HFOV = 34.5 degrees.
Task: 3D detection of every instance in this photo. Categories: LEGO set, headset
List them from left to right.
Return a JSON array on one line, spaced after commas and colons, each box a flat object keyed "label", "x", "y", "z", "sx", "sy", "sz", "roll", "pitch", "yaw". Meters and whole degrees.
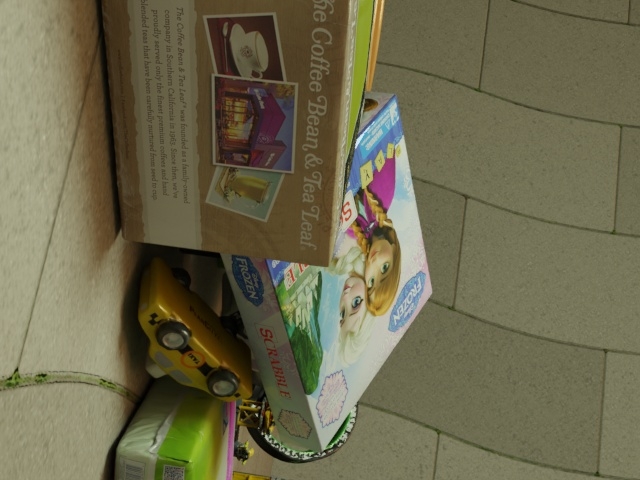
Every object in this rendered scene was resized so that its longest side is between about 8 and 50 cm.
[{"label": "LEGO set", "x": -0.115, "y": 0.408, "z": 1.702, "sx": 0.255, "sy": 0.192, "sz": 0.331, "roll": -47, "pitch": 145, "yaw": -83}, {"label": "headset", "x": -0.054, "y": 0.244, "z": 2.064, "sx": 0.185, "sy": 0.243, "sz": 0.394, "roll": -38, "pitch": -111, "yaw": 58}]

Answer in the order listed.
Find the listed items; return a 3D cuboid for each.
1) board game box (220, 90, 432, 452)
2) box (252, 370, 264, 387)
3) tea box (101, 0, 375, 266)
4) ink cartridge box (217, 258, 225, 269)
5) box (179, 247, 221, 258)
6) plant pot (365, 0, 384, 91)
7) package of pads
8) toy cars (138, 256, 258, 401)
[{"label": "board game box", "x": 0.022, "y": 0.033, "z": 1.257, "sx": 0.318, "sy": 0.066, "sz": 0.318, "roll": -50, "pitch": 138, "yaw": -40}, {"label": "box", "x": 0.000, "y": 0.000, "z": 1.614, "sx": 0.395, "sy": 0.097, "sz": 0.318, "roll": -75, "pitch": -171, "yaw": -55}, {"label": "tea box", "x": -0.062, "y": -0.206, "z": 1.028, "sx": 0.323, "sy": 0.220, "sz": 0.329, "roll": -79, "pitch": 175, "yaw": -50}, {"label": "ink cartridge box", "x": -0.095, "y": -0.087, "z": 1.704, "sx": 0.255, "sy": 0.097, "sz": 0.189, "roll": -77, "pitch": 174, "yaw": -60}, {"label": "box", "x": -0.095, "y": -0.084, "z": 1.297, "sx": 0.108, "sy": 0.153, "sz": 0.207, "roll": -77, "pitch": 175, "yaw": -54}, {"label": "plant pot", "x": -0.001, "y": -0.390, "z": 1.666, "sx": 0.291, "sy": 0.203, "sz": 0.291, "roll": 8, "pitch": 90, "yaw": -85}, {"label": "package of pads", "x": -0.176, "y": 0.293, "z": 1.269, "sx": 0.296, "sy": 0.101, "sz": 0.229, "roll": -69, "pitch": 166, "yaw": -72}, {"label": "toy cars", "x": -0.123, "y": 0.118, "z": 1.265, "sx": 0.176, "sy": 0.087, "sz": 0.394, "roll": 66, "pitch": 17, "yaw": 11}]
